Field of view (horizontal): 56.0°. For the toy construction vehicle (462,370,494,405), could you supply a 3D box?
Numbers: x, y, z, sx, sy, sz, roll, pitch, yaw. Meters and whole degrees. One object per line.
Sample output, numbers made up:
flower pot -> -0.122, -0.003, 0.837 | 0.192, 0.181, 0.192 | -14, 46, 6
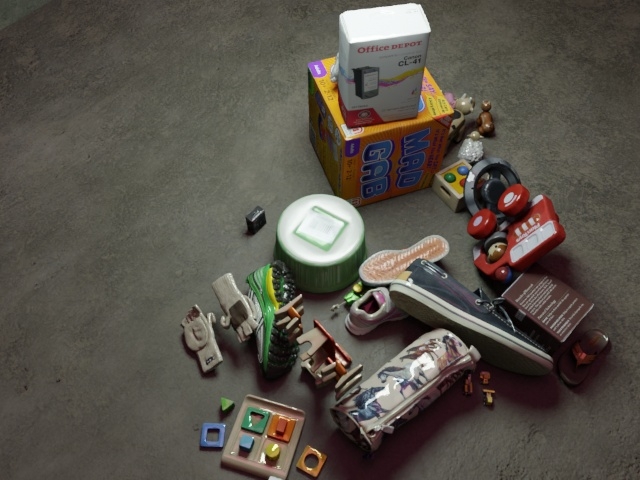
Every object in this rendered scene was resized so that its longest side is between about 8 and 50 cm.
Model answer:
toy construction vehicle -> 0.445, 0.407, 1.687 | 0.085, 0.035, 0.098 | 8, 57, 5

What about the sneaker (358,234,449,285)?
sneaker -> 0.250, 0.081, 1.851 | 0.302, 0.121, 0.108 | -18, 70, -17

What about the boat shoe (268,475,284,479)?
boat shoe -> -0.186, 0.724, 1.422 | 0.156, 0.136, 0.367 | 25, 57, 15

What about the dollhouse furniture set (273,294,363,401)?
dollhouse furniture set -> 0.013, 0.294, 1.629 | 0.135, 0.259, 0.262 | -35, 64, -17

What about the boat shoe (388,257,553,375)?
boat shoe -> 0.437, 0.213, 1.696 | 0.500, 0.187, 0.156 | 31, 65, 7

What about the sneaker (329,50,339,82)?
sneaker -> 0.092, -0.586, 1.870 | 0.115, 0.105, 0.281 | -21, 28, 35

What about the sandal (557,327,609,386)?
sandal -> 0.761, 0.324, 1.726 | 0.219, 0.060, 0.090 | -36, 64, -21

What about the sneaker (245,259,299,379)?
sneaker -> -0.151, 0.239, 1.767 | 0.146, 0.134, 0.344 | -20, 59, 31

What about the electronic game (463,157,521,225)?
electronic game -> 0.571, -0.159, 1.988 | 0.229, 0.048, 0.229 | 0, 91, -20

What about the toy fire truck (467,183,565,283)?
toy fire truck -> 0.577, -0.001, 1.794 | 0.169, 0.302, 0.254 | 35, 35, -17

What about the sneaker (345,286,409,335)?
sneaker -> 0.193, 0.188, 1.785 | 0.252, 0.111, 0.103 | -27, 61, -17

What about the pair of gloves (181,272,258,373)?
pair of gloves -> -0.291, 0.238, 1.742 | 0.240, 0.042, 0.204 | -44, 64, 12

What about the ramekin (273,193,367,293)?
ramekin -> 0.000, 0.000, 1.887 | 0.303, 0.148, 0.304 | 0, 57, 0

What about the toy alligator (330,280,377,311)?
toy alligator -> 0.115, 0.169, 1.831 | 0.189, 0.056, 0.051 | -39, 65, -22

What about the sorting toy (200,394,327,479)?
sorting toy -> -0.149, 0.522, 1.605 | 0.347, 0.047, 0.196 | 14, 58, 9

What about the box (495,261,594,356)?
box -> 0.632, 0.209, 1.737 | 0.203, 0.168, 0.167 | 40, 66, 23

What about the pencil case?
pencil case -> 0.232, 0.396, 1.612 | 0.410, 0.160, 0.183 | -33, 23, -20

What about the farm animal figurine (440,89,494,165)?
farm animal figurine -> 0.465, -0.451, 2.168 | 0.330, 0.172, 0.327 | 22, 60, 14

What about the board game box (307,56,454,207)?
board game box -> 0.181, -0.380, 2.011 | 0.356, 0.357, 0.356 | -16, 58, -10

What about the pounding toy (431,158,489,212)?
pounding toy -> 0.519, -0.190, 2.044 | 0.206, 0.094, 0.181 | -29, 61, -17

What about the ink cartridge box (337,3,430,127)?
ink cartridge box -> 0.168, -0.480, 1.680 | 0.226, 0.306, 0.131 | -10, 57, -5

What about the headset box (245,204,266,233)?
headset box -> -0.211, -0.070, 1.972 | 0.032, 0.083, 0.062 | 33, 62, 20
